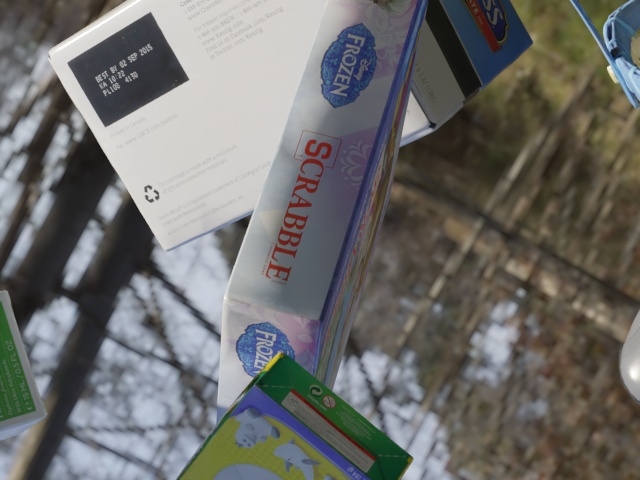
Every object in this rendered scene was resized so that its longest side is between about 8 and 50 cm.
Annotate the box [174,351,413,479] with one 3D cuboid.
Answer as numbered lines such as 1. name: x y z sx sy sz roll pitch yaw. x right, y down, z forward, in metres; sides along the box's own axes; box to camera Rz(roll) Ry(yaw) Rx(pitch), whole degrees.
1. box: -0.033 0.159 1.077 0.105 0.179 0.043 39 -138 3

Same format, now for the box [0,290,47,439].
1. box: -0.265 0.102 1.295 0.087 0.101 0.102 -16 173 -23

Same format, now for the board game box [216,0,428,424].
1. board game box: 0.000 0.000 1.240 0.066 0.318 0.318 15 148 4

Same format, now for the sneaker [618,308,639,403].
1. sneaker: 0.211 -0.011 0.820 0.098 0.223 0.083 25 -157 -52

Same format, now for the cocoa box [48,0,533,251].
1. cocoa box: -0.027 -0.179 1.637 0.231 0.347 0.228 60 -142 -7

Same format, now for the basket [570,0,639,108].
1. basket: 0.275 -0.163 1.015 0.289 0.255 0.201 57 -170 -14
